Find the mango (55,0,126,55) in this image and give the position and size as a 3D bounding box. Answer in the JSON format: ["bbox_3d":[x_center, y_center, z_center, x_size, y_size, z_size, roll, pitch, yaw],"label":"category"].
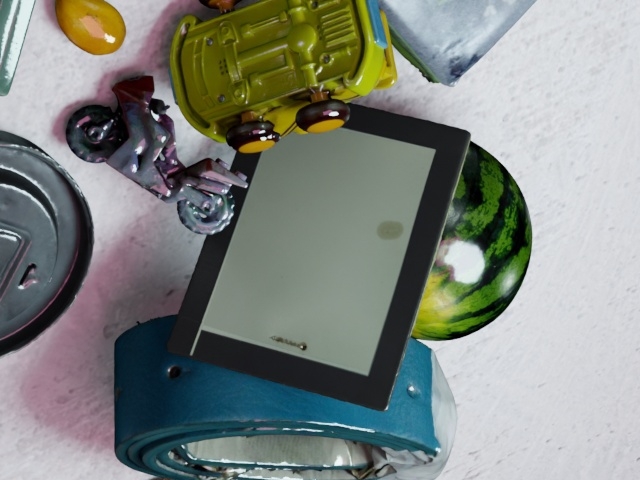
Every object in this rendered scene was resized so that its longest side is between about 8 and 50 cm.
[{"bbox_3d":[-0.249,-0.236,1.625,0.060,0.046,0.089,-46,118,-2],"label":"mango"}]

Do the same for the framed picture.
[{"bbox_3d":[0.000,0.000,1.713,0.016,0.265,0.347,70,36,-68],"label":"framed picture"}]

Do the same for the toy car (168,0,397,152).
[{"bbox_3d":[-0.036,-0.198,1.675,0.248,0.200,0.142,-13,167,21],"label":"toy car"}]

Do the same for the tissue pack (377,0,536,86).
[{"bbox_3d":[0.119,-0.395,1.702,0.288,0.124,0.394,-46,131,3],"label":"tissue pack"}]

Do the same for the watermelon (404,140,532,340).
[{"bbox_3d":[0.132,-0.007,1.849,0.269,0.269,0.269,-15,124,-23],"label":"watermelon"}]

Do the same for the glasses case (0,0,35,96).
[{"bbox_3d":[-0.326,-0.244,1.548,0.039,0.078,0.184,5,115,-37],"label":"glasses case"}]

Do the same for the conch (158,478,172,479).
[{"bbox_3d":[-0.161,0.389,1.999,0.255,0.127,0.158,-10,123,-26],"label":"conch"}]

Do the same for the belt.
[{"bbox_3d":[-0.040,0.205,1.842,0.437,0.173,0.300,7,156,-30],"label":"belt"}]

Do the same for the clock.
[{"bbox_3d":[-0.388,0.008,1.678,0.281,0.055,0.280,-15,124,-24],"label":"clock"}]

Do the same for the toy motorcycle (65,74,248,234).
[{"bbox_3d":[-0.175,-0.102,1.704,0.213,0.082,0.122,34,94,-10],"label":"toy motorcycle"}]
